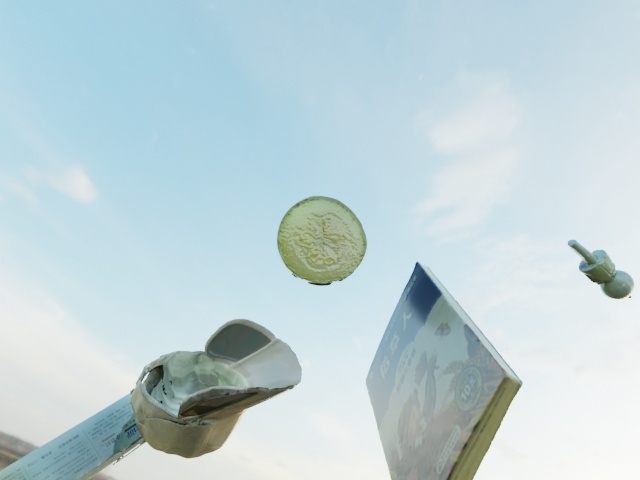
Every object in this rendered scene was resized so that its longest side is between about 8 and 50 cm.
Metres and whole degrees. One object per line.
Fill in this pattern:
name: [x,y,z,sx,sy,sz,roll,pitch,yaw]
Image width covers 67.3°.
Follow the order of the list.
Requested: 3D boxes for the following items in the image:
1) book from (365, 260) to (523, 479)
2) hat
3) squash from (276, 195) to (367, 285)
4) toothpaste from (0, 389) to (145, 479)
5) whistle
book: [0.172,0.239,0.818,0.039,0.428,0.300,18,-76,-9]
hat: [-0.163,0.246,0.785,0.275,0.232,0.161,-18,-70,3]
squash: [0.001,-0.001,1.146,0.219,0.219,0.041,26,-18,-6]
toothpaste: [-0.420,0.364,0.765,0.089,0.313,0.071,45,-47,17]
whistle: [0.323,0.034,0.552,0.100,0.035,0.035,41,-35,-7]
